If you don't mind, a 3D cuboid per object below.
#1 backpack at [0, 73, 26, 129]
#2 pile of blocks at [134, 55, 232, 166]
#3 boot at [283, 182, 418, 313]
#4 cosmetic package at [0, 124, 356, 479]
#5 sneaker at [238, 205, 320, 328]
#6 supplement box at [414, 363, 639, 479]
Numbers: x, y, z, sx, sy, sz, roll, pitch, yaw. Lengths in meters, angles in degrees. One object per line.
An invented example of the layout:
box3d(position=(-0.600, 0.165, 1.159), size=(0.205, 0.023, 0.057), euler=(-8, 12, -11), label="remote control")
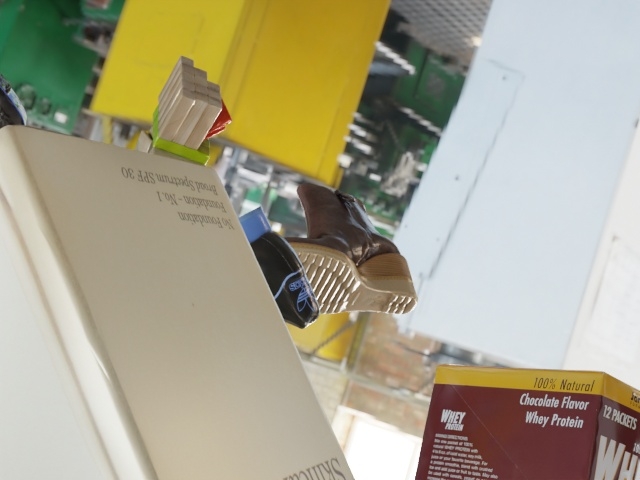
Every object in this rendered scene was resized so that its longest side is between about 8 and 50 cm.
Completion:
box3d(position=(-0.406, -0.152, 1.206), size=(0.114, 0.105, 0.084), euler=(54, 179, -25), label="backpack")
box3d(position=(-0.221, -0.083, 1.516), size=(0.112, 0.362, 0.149), euler=(19, -167, -24), label="pile of blocks")
box3d(position=(0.000, 0.000, 1.306), size=(0.248, 0.090, 0.207), euler=(17, -150, -38), label="boot")
box3d(position=(-0.060, 0.121, 0.410), size=(0.113, 0.309, 0.160), euler=(-31, 167, 19), label="cosmetic package")
box3d(position=(-0.098, 0.067, 0.740), size=(0.232, 0.090, 0.081), euler=(-35, 178, 38), label="sneaker")
box3d(position=(0.201, 0.227, 0.952), size=(0.129, 0.194, 0.191), euler=(27, 159, -39), label="supplement box")
